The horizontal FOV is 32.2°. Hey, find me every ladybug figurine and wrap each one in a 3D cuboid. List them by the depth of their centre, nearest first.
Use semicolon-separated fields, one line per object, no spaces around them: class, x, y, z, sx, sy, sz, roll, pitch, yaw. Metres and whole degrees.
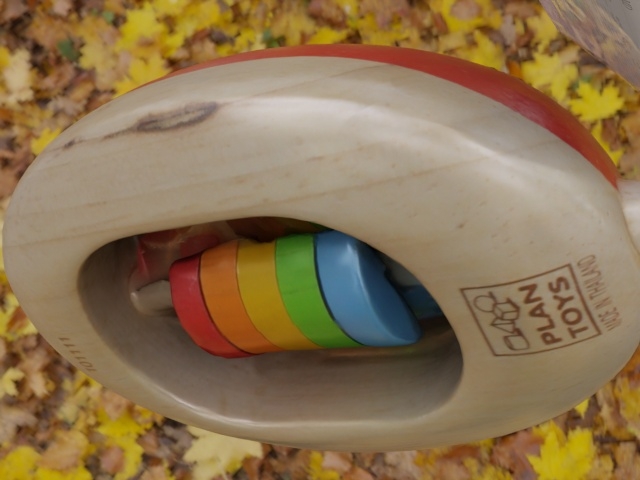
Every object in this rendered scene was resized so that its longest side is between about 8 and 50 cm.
ladybug figurine;0.000;0.000;0.705;0.449;0.305;0.162;-5;42;32

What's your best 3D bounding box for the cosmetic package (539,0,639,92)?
cosmetic package;0.139;-0.124;0.496;0.060;0.239;0.099;-47;69;10
